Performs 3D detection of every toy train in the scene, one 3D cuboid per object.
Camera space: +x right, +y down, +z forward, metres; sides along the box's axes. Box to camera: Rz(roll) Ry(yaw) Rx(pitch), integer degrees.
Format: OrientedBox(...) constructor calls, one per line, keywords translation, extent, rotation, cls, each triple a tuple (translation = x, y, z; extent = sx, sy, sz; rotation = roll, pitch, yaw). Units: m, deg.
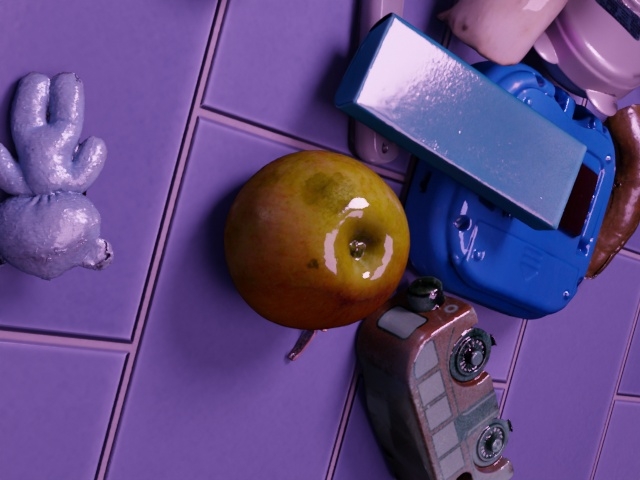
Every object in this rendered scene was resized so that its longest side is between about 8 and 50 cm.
OrientedBox(translation=(0.146, 0.201, 1.155), extent=(0.159, 0.129, 0.327), rotation=(-32, 121, -25), cls="toy train")

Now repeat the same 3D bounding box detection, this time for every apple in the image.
OrientedBox(translation=(0.000, 0.000, 0.929), extent=(0.195, 0.196, 0.196), rotation=(-12, 109, -39), cls="apple")

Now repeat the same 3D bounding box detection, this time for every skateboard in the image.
OrientedBox(translation=(-0.035, 0.097, 1.032), extent=(0.064, 0.032, 0.083), rotation=(-52, 133, -6), cls="skateboard")

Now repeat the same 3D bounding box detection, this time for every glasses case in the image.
OrientedBox(translation=(0.164, -0.127, 1.023), extent=(0.301, 0.070, 0.117), rotation=(29, 78, -21), cls="glasses case")

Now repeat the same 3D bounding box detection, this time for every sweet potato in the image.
OrientedBox(translation=(0.455, -0.073, 1.395), extent=(0.112, 0.085, 0.286), rotation=(15, 104, -9), cls="sweet potato")

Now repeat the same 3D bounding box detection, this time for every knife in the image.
OrientedBox(translation=(0.072, -0.221, 1.035), extent=(0.073, 0.040, 0.266), rotation=(-12, 108, -44), cls="knife")

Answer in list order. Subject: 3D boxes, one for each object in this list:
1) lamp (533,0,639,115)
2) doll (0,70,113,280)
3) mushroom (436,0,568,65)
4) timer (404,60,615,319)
OrientedBox(translation=(0.372, -0.284, 1.231), extent=(0.179, 0.108, 0.246), rotation=(43, 54, -13), cls="lamp")
OrientedBox(translation=(-0.240, -0.054, 0.791), extent=(0.120, 0.075, 0.180), rotation=(1, 80, -4), cls="doll")
OrientedBox(translation=(0.287, -0.362, 1.047), extent=(0.314, 0.314, 0.336), rotation=(18, 115, -43), cls="mushroom")
OrientedBox(translation=(0.265, -0.060, 1.200), extent=(0.340, 0.115, 0.309), rotation=(22, 84, -42), cls="timer")
